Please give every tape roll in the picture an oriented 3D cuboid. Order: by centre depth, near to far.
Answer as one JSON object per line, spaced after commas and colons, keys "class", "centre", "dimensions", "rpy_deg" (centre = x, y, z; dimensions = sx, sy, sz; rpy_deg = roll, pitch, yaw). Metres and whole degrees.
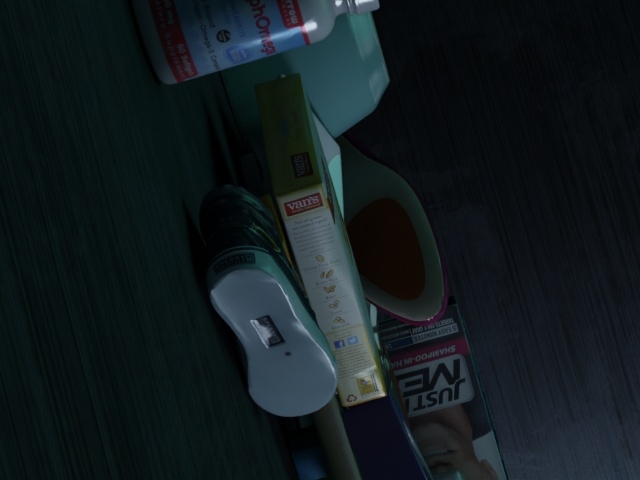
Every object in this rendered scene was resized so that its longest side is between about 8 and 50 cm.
{"class": "tape roll", "centre": [0.070, 0.244, 1.585], "dimensions": [0.189, 0.080, 0.189], "rpy_deg": [-25, 90, -87]}

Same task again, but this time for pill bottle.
{"class": "pill bottle", "centre": [-0.045, -0.168, 1.142], "dimensions": [0.087, 0.160, 0.087], "rpy_deg": [-16, 90, -87]}

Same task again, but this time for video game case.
{"class": "video game case", "centre": [-0.042, 0.007, 1.626], "dimensions": [0.157, 0.019, 0.143], "rpy_deg": [63, 11, -69]}

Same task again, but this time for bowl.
{"class": "bowl", "centre": [-0.027, -0.231, 1.771], "dimensions": [0.311, 0.163, 0.311], "rpy_deg": [-16, 90, -86]}

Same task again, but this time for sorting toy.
{"class": "sorting toy", "centre": [-0.014, 0.120, 1.334], "dimensions": [0.196, 0.047, 0.347], "rpy_deg": [-109, -178, -64]}

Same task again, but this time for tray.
{"class": "tray", "centre": [-0.017, -0.057, 1.637], "dimensions": [0.270, 0.030, 0.145], "rpy_deg": [45, 42, -73]}

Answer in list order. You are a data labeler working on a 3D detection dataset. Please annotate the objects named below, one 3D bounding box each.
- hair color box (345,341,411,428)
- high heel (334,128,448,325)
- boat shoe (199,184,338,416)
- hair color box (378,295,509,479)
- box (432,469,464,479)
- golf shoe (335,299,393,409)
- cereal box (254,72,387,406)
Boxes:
{"class": "hair color box", "centre": [0.062, 0.189, 2.053], "dimensions": [0.141, 0.072, 0.043], "rpy_deg": [71, 5, -50]}
{"class": "high heel", "centre": [0.055, -0.030, 1.927], "dimensions": [0.377, 0.127, 0.181], "rpy_deg": [60, 5, 30]}
{"class": "boat shoe", "centre": [-0.034, 0.042, 1.143], "dimensions": [0.183, 0.065, 0.083], "rpy_deg": [69, 7, -49]}
{"class": "hair color box", "centre": [0.145, 0.264, 2.198], "dimensions": [0.105, 0.174, 0.347], "rpy_deg": [-58, 132, -85]}
{"class": "box", "centre": [0.133, 0.370, 1.950], "dimensions": [0.181, 0.119, 0.181], "rpy_deg": [57, 17, -79]}
{"class": "golf shoe", "centre": [0.035, 0.121, 1.893], "dimensions": [0.094, 0.077, 0.198], "rpy_deg": [-81, 150, -60]}
{"class": "cereal box", "centre": [0.000, 0.000, 1.426], "dimensions": [0.173, 0.047, 0.240], "rpy_deg": [-102, 177, -52]}
